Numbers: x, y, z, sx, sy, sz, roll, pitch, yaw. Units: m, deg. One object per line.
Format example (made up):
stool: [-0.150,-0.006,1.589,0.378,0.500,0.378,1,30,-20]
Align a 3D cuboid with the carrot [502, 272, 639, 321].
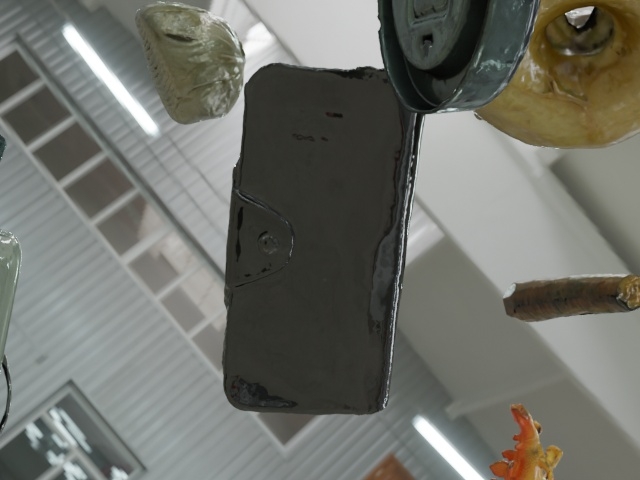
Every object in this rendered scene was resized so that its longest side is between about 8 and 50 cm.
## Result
carrot: [0.362,0.083,1.505,0.070,0.070,0.260,55,-27,-13]

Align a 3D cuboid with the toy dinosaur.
toy dinosaur: [0.271,0.344,1.384,0.070,0.117,0.288,-139,-149,-62]

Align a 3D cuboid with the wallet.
wallet: [0.000,0.000,1.084,0.051,0.197,0.377,-127,-138,-73]

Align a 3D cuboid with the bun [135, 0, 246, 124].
bun: [-0.153,-0.227,1.289,0.173,0.113,0.166,49,-21,52]

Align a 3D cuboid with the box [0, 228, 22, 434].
box: [-0.267,0.099,0.672,0.130,0.227,0.162,11,-9,-22]

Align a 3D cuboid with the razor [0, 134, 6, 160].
razor: [-0.341,-0.035,0.987,0.033,0.190,0.066,34,-46,-24]

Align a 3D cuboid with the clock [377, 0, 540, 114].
clock: [0.104,-0.211,0.818,0.226,0.049,0.226,178,-90,-71]

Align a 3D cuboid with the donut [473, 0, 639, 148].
donut: [0.329,-0.297,1.309,0.449,0.198,0.449,2,-38,2]
